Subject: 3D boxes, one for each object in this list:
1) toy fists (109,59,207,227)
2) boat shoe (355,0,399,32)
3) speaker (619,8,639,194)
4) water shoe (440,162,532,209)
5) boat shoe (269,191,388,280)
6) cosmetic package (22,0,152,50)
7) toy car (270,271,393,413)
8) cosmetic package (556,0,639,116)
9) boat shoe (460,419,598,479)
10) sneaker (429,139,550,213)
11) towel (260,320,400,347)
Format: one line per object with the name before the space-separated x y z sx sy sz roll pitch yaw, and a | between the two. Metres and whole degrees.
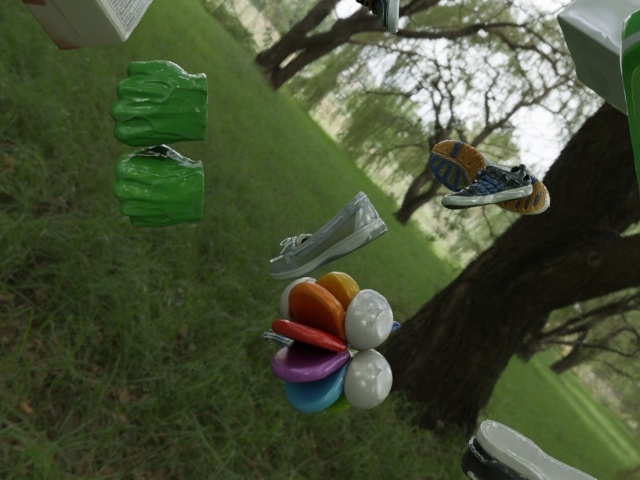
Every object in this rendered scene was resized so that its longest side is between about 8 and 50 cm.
toy fists | -0.262 -0.148 0.946 0.142 0.279 0.096 -2 33 -20
boat shoe | 0.101 -0.440 1.080 0.065 0.083 0.183 82 10 -50
speaker | 0.388 -0.091 0.595 0.131 0.131 0.297 -16 96 -79
water shoe | 0.337 -0.113 1.218 0.073 0.203 0.080 162 -82 -75
boat shoe | -0.001 0.000 1.282 0.118 0.320 0.103 -28 91 -49
cosmetic package | -0.349 -0.414 0.754 0.296 0.129 0.153 64 35 -48
toy car | -0.002 0.134 0.739 0.159 0.182 0.136 6 10 40
cosmetic package | 0.684 -0.432 1.341 0.224 0.138 0.224 40 17 -45
boat shoe | 0.147 0.164 0.367 0.125 0.038 0.046 30 22 16
sneaker | 0.389 -0.134 1.370 0.296 0.112 0.131 35 13 29
towel | 0.014 0.200 1.280 0.285 0.209 0.034 -4 -81 64
